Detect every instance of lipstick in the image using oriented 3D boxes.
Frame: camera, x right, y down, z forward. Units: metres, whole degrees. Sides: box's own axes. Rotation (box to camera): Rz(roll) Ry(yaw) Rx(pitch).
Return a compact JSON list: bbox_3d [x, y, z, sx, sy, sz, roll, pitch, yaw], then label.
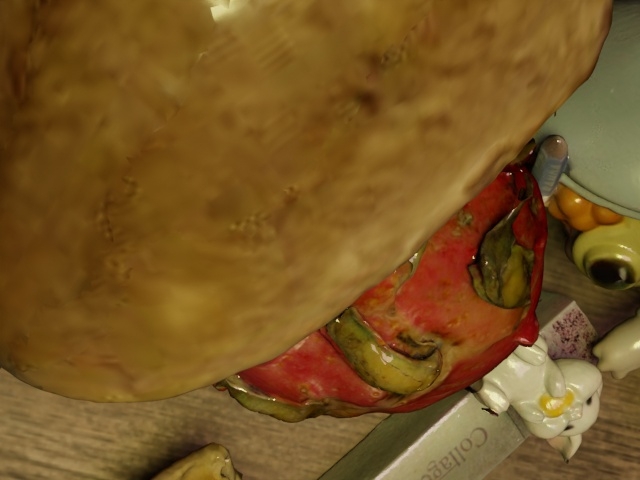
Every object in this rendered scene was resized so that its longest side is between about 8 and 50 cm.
[{"bbox_3d":[0.083,0.164,1.126,0.317,0.068,0.066,-40,108,-13],"label":"lipstick"}]

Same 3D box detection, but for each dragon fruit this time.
[{"bbox_3d":[0.000,0.000,0.967,0.291,0.269,0.250,9,88,-30],"label":"dragon fruit"}]

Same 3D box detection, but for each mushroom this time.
[{"bbox_3d":[-0.042,-0.103,0.738,0.224,0.314,0.397,39,75,22],"label":"mushroom"}]

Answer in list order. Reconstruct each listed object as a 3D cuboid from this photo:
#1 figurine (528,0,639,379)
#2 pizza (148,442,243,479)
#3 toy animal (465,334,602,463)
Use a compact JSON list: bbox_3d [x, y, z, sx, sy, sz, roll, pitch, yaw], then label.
[{"bbox_3d":[0.292,-0.007,1.112,0.382,0.205,0.224,59,39,-28],"label":"figurine"},{"bbox_3d":[-0.144,0.406,1.004,0.392,0.080,0.435,-23,94,-7],"label":"pizza"},{"bbox_3d":[0.164,0.112,1.070,0.124,0.085,0.071,31,84,-18],"label":"toy animal"}]
